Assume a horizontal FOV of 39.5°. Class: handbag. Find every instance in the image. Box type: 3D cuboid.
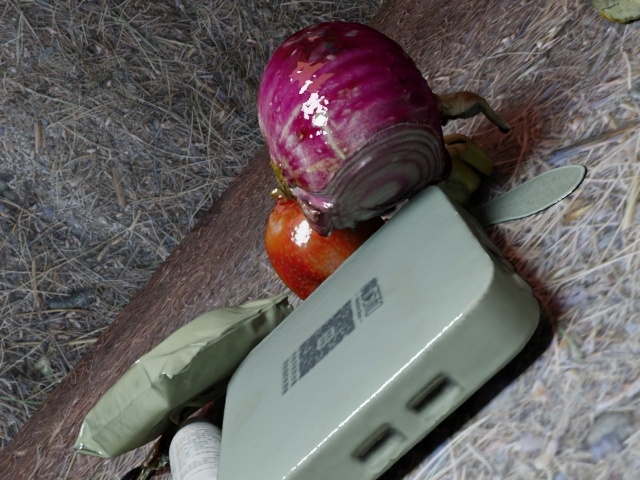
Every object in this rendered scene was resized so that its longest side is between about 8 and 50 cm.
[{"bbox_3d":[-0.182,0.184,1.225,0.253,0.109,0.316,-24,-15,-43],"label":"handbag"}]

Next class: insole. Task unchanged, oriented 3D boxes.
[{"bbox_3d":[0.224,-0.044,1.047,0.232,0.003,0.080,-26,25,56],"label":"insole"}]

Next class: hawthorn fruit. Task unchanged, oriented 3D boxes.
[{"bbox_3d":[0.000,0.000,1.211,0.169,0.188,0.169,-52,3,3],"label":"hawthorn fruit"}]

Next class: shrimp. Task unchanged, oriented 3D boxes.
[{"bbox_3d":[-0.243,0.334,1.288,0.152,0.046,0.219,-50,10,-16],"label":"shrimp"}]

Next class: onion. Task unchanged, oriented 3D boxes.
[{"bbox_3d":[0.033,-0.156,1.084,0.256,0.230,0.272,26,65,39],"label":"onion"}]

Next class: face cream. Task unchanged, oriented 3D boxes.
[{"bbox_3d":[-0.139,0.276,1.073,0.082,0.082,0.269,-48,12,-4],"label":"face cream"}]

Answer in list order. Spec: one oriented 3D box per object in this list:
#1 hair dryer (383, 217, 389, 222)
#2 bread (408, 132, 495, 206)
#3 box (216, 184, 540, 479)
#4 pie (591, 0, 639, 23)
[{"bbox_3d":[0.087,-0.010,1.339,0.047,0.026,0.083,-45,6,-3],"label":"hair dryer"},{"bbox_3d":[0.171,-0.086,1.202,0.117,0.064,0.156,-43,17,8],"label":"bread"},{"bbox_3d":[0.044,0.123,0.945,0.373,0.090,0.367,-43,15,11],"label":"box"},{"bbox_3d":[0.471,-0.393,1.192,0.274,0.055,0.274,-43,14,14],"label":"pie"}]
